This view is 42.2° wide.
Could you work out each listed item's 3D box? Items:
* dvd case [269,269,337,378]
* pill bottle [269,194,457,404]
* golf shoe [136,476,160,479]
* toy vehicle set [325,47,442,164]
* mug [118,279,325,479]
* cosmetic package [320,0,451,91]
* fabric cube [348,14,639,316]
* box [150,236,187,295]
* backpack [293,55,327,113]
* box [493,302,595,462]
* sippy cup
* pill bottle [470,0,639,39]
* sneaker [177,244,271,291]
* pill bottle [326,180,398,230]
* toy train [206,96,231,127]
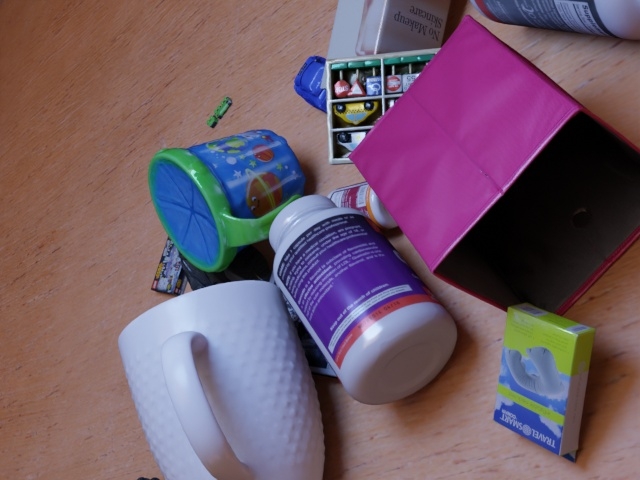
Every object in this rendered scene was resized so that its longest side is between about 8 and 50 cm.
[{"bbox_3d":[-0.022,0.137,1.428,0.239,0.030,0.179,0,70,47],"label":"dvd case"},{"bbox_3d":[0.048,0.075,1.239,0.181,0.182,0.323,-50,49,17],"label":"pill bottle"},{"bbox_3d":[-0.333,0.541,1.531,0.094,0.077,0.198,-39,38,43],"label":"golf shoe"},{"bbox_3d":[0.142,-0.208,1.284,0.267,0.035,0.165,-3,90,16],"label":"toy vehicle set"},{"bbox_3d":[-0.144,0.252,1.238,0.276,0.374,0.328,-22,70,2],"label":"mug"},{"bbox_3d":[0.121,-0.381,1.402,0.129,0.153,0.296,17,98,49],"label":"cosmetic package"},{"bbox_3d":[0.244,-0.086,1.082,0.259,0.254,0.258,-50,40,18],"label":"fabric cube"},{"bbox_3d":[-0.313,0.049,1.791,0.094,0.027,0.137,3,73,49],"label":"box"},{"bbox_3d":[0.004,-0.303,1.576,0.098,0.101,0.120,-53,37,4],"label":"backpack"},{"bbox_3d":[0.271,0.177,1.019,0.109,0.042,0.178,22,114,50],"label":"box"},{"bbox_3d":[-0.159,-0.093,1.517,0.305,0.224,0.240,50,147,16],"label":"sippy cup"},{"bbox_3d":[0.382,-0.384,1.120,0.363,0.210,0.210,27,91,50],"label":"pill bottle"},{"bbox_3d":[-0.187,0.058,1.613,0.228,0.130,0.087,25,47,24],"label":"sneaker"},{"bbox_3d":[0.062,-0.052,1.390,0.152,0.086,0.086,-11,63,45],"label":"pill bottle"},{"bbox_3d":[-0.230,-0.291,1.888,0.083,0.017,0.023,-49,52,17],"label":"toy train"}]
